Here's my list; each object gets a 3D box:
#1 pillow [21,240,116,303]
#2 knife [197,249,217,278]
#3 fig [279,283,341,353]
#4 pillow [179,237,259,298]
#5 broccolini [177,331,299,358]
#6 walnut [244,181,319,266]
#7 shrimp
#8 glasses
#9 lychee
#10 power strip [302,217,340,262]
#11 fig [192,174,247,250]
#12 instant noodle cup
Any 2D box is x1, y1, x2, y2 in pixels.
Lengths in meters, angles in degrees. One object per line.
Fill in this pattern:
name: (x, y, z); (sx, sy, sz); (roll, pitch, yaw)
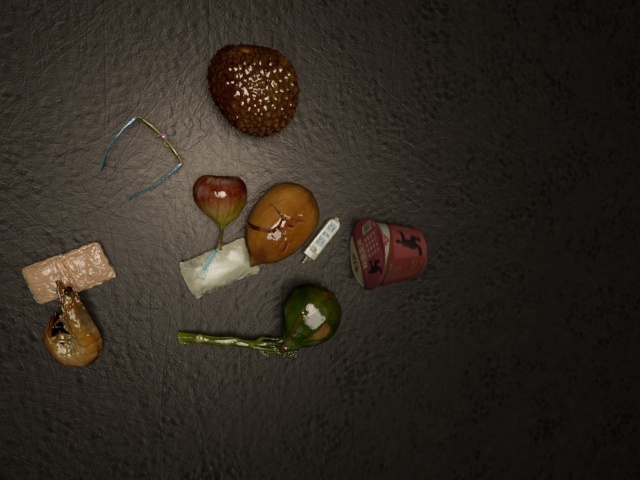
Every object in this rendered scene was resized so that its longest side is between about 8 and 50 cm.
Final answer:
pillow: (-0.737, 0.096, 1.345); (0.232, 0.043, 0.126); (-21, 106, -13)
knife: (-0.345, 0.073, 1.410); (0.027, 0.010, 0.096); (27, 80, 6)
fig: (-0.050, 0.257, 1.472); (0.195, 0.195, 0.245); (42, 97, -15)
pillow: (-0.316, 0.087, 1.444); (0.229, 0.051, 0.128); (-23, 100, -11)
broccolini: (-0.263, 0.342, 1.495); (0.392, 0.079, 0.074); (8, 105, -8)
walnut: (-0.127, -0.041, 1.404); (0.203, 0.203, 0.298); (35, 80, -15)
shrimp: (-0.744, 0.251, 1.342); (0.152, 0.063, 0.287); (-15, 110, -6)
glasses: (-0.533, -0.243, 1.359); (0.220, 0.088, 0.190); (-39, 106, 13)
lychee: (-0.191, -0.426, 1.320); (0.267, 0.267, 0.268); (-2, 97, -14)
power strip: (0.000, 0.000, 1.525); (0.047, 0.030, 0.191); (39, 86, -15)
fig: (-0.303, -0.099, 1.398); (0.160, 0.143, 0.231); (-7, 133, -17)
instant noodle cup: (0.223, 0.043, 1.497); (0.178, 0.235, 0.235); (-1, 97, -24)
